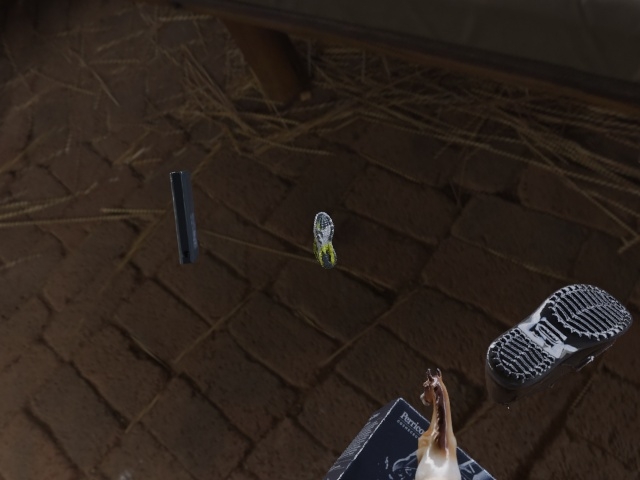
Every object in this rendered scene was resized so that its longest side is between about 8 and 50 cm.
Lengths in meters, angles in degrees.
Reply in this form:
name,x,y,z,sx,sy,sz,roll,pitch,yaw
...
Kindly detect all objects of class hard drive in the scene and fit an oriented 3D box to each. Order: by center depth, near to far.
name,x,y,z,sx,sy,sz,roll,pitch,yaw
hard drive,-0.204,-0.038,1.188,0.022,0.094,0.135,-5,97,-3

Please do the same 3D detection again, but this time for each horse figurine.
name,x,y,z,sx,sy,sz,roll,pitch,yaw
horse figurine,0.139,0.319,1.003,0.066,0.174,0.263,14,40,1

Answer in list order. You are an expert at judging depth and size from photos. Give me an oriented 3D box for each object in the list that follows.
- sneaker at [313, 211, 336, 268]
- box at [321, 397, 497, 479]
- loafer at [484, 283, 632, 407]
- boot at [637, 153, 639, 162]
name,x,y,z,sx,sy,sz,roll,pitch,yaw
sneaker,0.000,0.000,1.156,0.031,0.083,0.035,-7,6,-28
box,0.148,0.498,1.304,0.343,0.179,0.312,40,66,4
loafer,0.427,0.192,1.462,0.366,0.130,0.134,-19,54,-30
boot,0.456,-0.077,0.966,0.114,0.037,0.106,24,24,1
